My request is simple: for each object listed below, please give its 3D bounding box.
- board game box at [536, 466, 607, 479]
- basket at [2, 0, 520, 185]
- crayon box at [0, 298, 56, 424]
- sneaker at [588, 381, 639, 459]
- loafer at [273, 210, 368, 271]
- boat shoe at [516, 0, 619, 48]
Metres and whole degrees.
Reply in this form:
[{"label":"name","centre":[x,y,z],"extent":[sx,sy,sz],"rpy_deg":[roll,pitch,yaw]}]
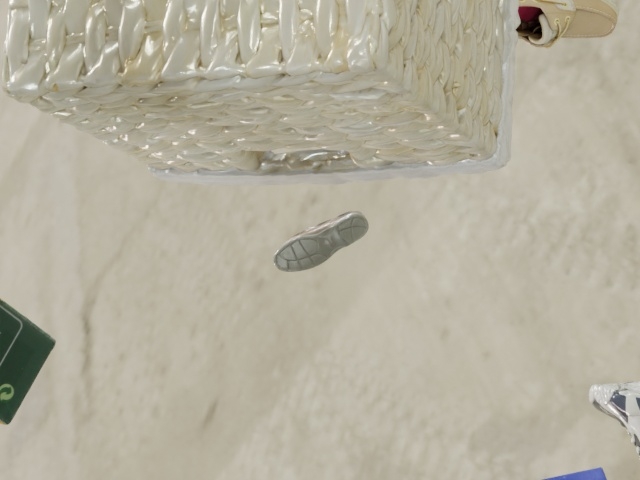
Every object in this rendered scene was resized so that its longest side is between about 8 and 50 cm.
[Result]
[{"label":"board game box","centre":[0.161,0.388,1.459],"extent":[0.233,0.347,0.078],"rpy_deg":[81,177,-46]},{"label":"basket","centre":[-0.034,-0.232,0.989],"extent":[0.328,0.266,0.331],"rpy_deg":[-1,78,25]},{"label":"crayon box","centre":[-0.390,0.047,1.026],"extent":[0.323,0.203,0.083],"rpy_deg":[2,57,43]},{"label":"sneaker","centre":[0.439,0.272,1.680],"extent":[0.235,0.094,0.153],"rpy_deg":[6,96,55]},{"label":"loafer","centre":[0.000,0.000,1.570],"extent":[0.125,0.045,0.039],"rpy_deg":[-25,20,3]},{"label":"boat shoe","centre":[0.222,-0.224,1.299],"extent":[0.063,0.170,0.059],"rpy_deg":[108,166,-54]}]
